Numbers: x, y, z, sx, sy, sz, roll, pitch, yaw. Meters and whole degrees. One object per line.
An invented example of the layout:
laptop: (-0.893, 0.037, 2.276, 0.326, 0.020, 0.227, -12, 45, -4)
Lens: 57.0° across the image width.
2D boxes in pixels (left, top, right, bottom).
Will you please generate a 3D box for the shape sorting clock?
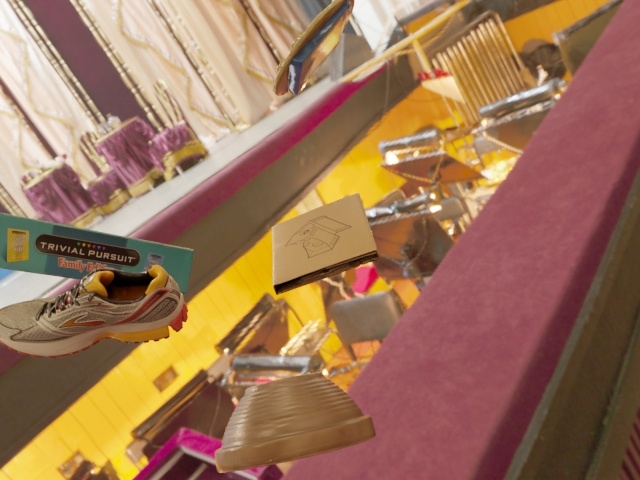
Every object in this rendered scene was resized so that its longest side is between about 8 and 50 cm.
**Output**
shape sorting clock: (-0.014, -0.331, 1.006, 0.206, 0.040, 0.206, -53, 1, 1)

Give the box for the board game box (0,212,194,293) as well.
board game box: (-0.417, 0.017, 0.956, 0.254, 0.336, 0.079, 2, 81, 51)

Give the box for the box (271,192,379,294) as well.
box: (0.000, 0.000, 0.940, 0.164, 0.021, 0.201, -20, 29, 6)

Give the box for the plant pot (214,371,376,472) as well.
plant pot: (-0.044, 0.263, 0.879, 0.237, 0.109, 0.237, -12, -16, -3)

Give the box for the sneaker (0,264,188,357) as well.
sneaker: (-0.281, 0.074, 0.714, 0.225, 0.092, 0.088, -10, 39, -7)
